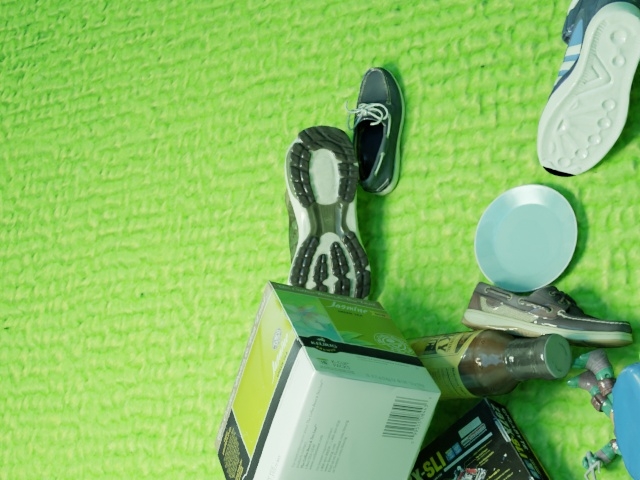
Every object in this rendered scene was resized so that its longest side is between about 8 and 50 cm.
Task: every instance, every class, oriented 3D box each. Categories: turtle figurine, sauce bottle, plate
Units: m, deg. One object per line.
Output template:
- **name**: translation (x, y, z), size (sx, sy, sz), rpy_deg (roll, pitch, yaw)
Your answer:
- **turtle figurine**: translation (0.450, 0.287, 1.780), size (0.175, 0.118, 0.234), rpy_deg (109, 145, -51)
- **sauce bottle**: translation (0.246, 0.198, 1.905), size (0.344, 0.111, 0.111), rpy_deg (-13, 68, 46)
- **plate**: translation (0.347, -0.002, 1.997), size (0.188, 0.024, 0.188), rpy_deg (-12, 68, 31)

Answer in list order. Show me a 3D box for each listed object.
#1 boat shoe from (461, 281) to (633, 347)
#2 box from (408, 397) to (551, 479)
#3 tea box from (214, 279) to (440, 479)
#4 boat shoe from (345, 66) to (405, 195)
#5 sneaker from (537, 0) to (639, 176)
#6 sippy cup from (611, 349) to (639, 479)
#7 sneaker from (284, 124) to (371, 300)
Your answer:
- **boat shoe**: translation (0.361, 0.116, 1.898), size (0.285, 0.103, 0.092), rpy_deg (5, 80, 37)
- **box**: translation (0.220, 0.450, 1.888), size (0.322, 0.079, 0.257), rpy_deg (-44, 45, 16)
- **tea box**: translation (-0.003, 0.288, 1.904), size (0.323, 0.219, 0.329), rpy_deg (-123, 49, -61)
- **boat shoe**: translation (0.096, -0.211, 2.204), size (0.095, 0.079, 0.255), rpy_deg (-5, 73, 34)
- **sneaker**: translation (0.452, -0.290, 1.975), size (0.236, 0.130, 0.323), rpy_deg (-75, 0, -56)
- **sippy cup**: translation (0.522, 0.239, 1.594), size (0.224, 0.305, 0.240), rpy_deg (-6, 86, -6)
- **sneaker**: translation (0.000, 0.000, 2.194), size (0.182, 0.158, 0.411), rpy_deg (176, 96, -79)
